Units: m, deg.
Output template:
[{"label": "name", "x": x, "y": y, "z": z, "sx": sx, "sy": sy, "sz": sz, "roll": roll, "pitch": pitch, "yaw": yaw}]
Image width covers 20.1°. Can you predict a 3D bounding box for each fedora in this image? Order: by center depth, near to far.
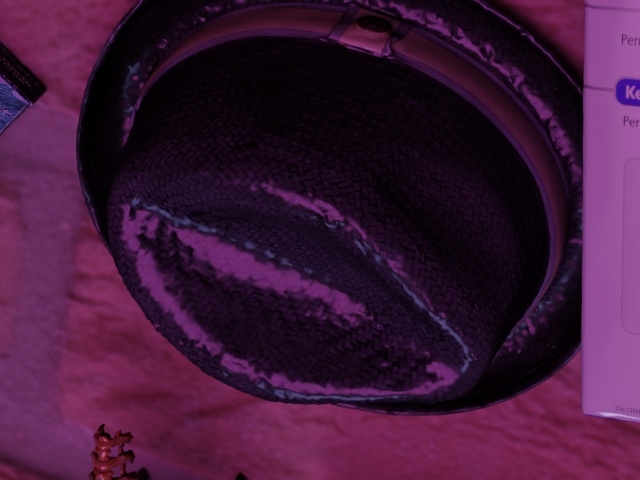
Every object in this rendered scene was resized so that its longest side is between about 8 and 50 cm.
[{"label": "fedora", "x": 0.000, "y": 0.000, "z": 1.020, "sx": 0.334, "sy": 0.152, "sz": 0.334, "roll": 8, "pitch": 120, "yaw": 14}]

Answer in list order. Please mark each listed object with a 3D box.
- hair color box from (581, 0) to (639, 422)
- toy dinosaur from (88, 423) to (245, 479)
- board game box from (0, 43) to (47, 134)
[{"label": "hair color box", "x": 0.232, "y": -0.069, "z": 0.908, "sx": 0.185, "sy": 0.110, "sz": 0.339, "roll": 7, "pitch": 116, "yaw": 22}, {"label": "toy dinosaur", "x": -0.103, "y": 0.265, "z": 1.161, "sx": 0.164, "sy": 0.218, "sz": 0.322, "roll": 22, "pitch": 123, "yaw": 6}, {"label": "board game box", "x": -0.274, "y": -0.080, "z": 1.136, "sx": 0.126, "sy": 0.026, "sz": 0.186, "roll": 45, "pitch": 121, "yaw": -10}]
